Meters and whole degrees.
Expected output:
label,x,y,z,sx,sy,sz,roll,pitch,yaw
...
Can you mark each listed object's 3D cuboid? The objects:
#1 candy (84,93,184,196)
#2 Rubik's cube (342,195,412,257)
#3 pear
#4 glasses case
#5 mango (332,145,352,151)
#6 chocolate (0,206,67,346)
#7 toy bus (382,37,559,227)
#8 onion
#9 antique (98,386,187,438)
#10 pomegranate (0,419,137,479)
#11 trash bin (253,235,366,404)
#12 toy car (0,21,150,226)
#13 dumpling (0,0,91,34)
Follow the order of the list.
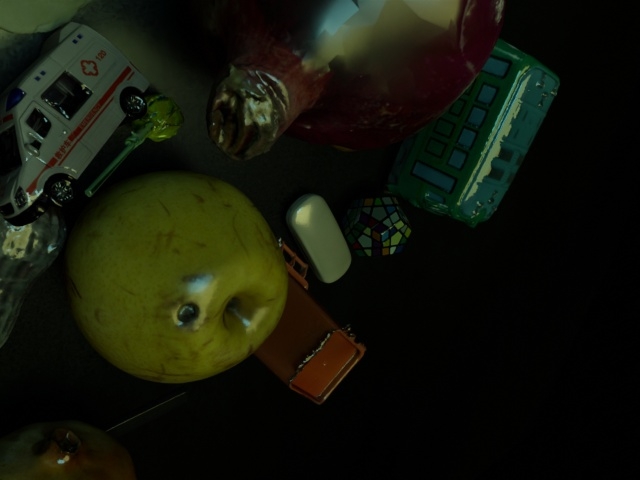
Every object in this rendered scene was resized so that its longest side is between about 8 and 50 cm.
label,x,y,z,sx,sy,sz,roll,pitch,yaw
candy,-0.214,-0.109,0.585,0.194,0.062,0.058,-75,154,-47
Rubik's cube,0.106,-0.027,0.967,0.111,0.133,0.133,-30,142,17
pear,-0.177,0.046,0.641,0.280,0.280,0.281,-23,131,-30
glasses case,0.000,0.000,0.930,0.081,0.051,0.204,-41,134,-17
mango,0.064,-0.217,0.822,0.163,0.089,0.111,-58,151,-10
chocolate,-0.375,0.042,0.575,0.248,0.110,0.110,-55,139,1
toy bus,0.285,-0.197,0.958,0.183,0.199,0.344,2,117,-45
onion,-0.001,-0.220,0.528,0.385,0.347,0.348,-61,147,-35
antique,-0.316,0.306,0.871,0.191,0.015,0.031,-21,129,-32
pomegranate,-0.375,0.367,0.683,0.264,0.264,0.265,-23,131,-30
trash bin,-0.046,0.128,0.834,0.184,0.238,0.161,-50,139,-7
toy car,-0.271,-0.118,0.519,0.108,0.089,0.210,48,54,-38
dumpling,-0.229,-0.322,0.448,0.226,0.243,0.176,-31,102,-47
